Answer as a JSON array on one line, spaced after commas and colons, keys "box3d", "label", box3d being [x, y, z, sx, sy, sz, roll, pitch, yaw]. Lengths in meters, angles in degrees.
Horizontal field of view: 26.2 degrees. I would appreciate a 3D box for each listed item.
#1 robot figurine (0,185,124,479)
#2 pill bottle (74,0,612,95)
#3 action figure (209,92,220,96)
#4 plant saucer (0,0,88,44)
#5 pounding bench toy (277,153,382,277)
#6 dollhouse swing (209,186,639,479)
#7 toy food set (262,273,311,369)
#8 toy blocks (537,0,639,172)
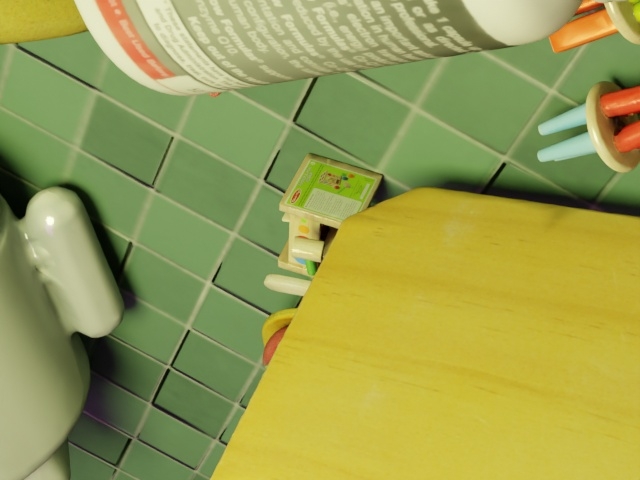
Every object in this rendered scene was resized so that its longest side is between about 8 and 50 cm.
[{"box3d": [-0.300, 0.059, 1.012, 0.300, 0.200, 0.353, -21, 128, -3], "label": "robot figurine"}, {"box3d": [0.032, -0.162, 0.642, 0.283, 0.161, 0.161, -4, 130, 31], "label": "pill bottle"}, {"box3d": [-0.084, -0.131, 0.836, 0.038, 0.030, 0.115, 7, 140, 30], "label": "action figure"}, {"box3d": [-0.347, -0.231, 0.836, 0.333, 0.081, 0.333, -2, 130, 29], "label": "plant saucer"}, {"box3d": [0.000, 0.000, 0.882, 0.052, 0.083, 0.065, 17, 137, 12], "label": "pounding bench toy"}, {"box3d": [0.160, 0.166, 0.764, 0.305, 0.347, 0.315, -4, 130, 30], "label": "dollhouse swing"}, {"box3d": [0.010, 0.108, 0.957, 0.128, 0.071, 0.218, 15, 153, 11], "label": "toy food set"}, {"box3d": [0.162, -0.094, 0.723, 0.148, 0.054, 0.123, -18, 123, 40], "label": "toy blocks"}]
